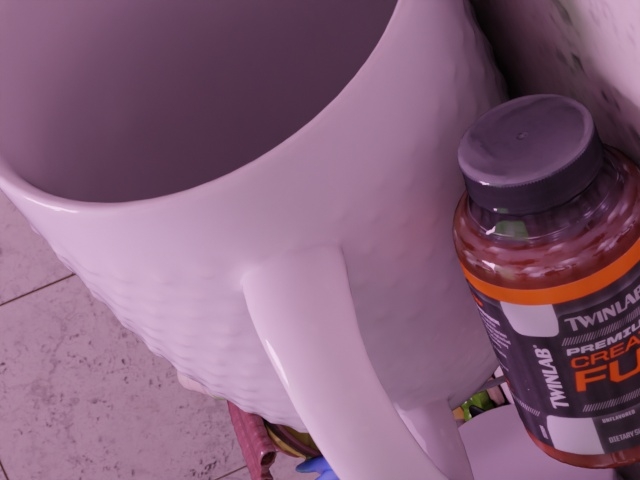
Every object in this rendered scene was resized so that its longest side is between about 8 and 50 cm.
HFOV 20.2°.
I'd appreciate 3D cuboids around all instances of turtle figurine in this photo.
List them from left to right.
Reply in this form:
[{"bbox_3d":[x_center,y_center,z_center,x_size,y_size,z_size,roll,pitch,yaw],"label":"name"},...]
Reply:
[{"bbox_3d":[0.014,0.071,1.381,0.266,0.275,0.198,20,168,44],"label":"turtle figurine"}]

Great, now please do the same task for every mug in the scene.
[{"bbox_3d":[0.000,0.000,1.045,0.328,0.276,0.374,55,-168,-47],"label":"mug"}]

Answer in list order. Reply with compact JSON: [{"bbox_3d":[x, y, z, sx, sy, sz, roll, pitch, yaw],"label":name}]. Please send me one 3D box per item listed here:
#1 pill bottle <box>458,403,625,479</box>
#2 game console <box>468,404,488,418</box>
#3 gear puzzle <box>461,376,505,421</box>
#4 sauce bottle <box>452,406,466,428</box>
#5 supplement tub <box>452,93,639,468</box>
[{"bbox_3d":[0.176,0.258,1.377,0.161,0.161,0.283,55,171,44],"label":"pill bottle"},{"bbox_3d":[0.174,0.225,1.641,0.107,0.071,0.122,-70,-36,-46],"label":"game console"},{"bbox_3d":[0.127,0.127,1.735,0.339,0.044,0.175,63,174,-15],"label":"gear puzzle"},{"bbox_3d":[0.076,0.148,1.970,0.344,0.111,0.111,57,173,47],"label":"sauce bottle"},{"bbox_3d":[0.131,0.021,0.938,0.106,0.106,0.198,53,171,52],"label":"supplement tub"}]
